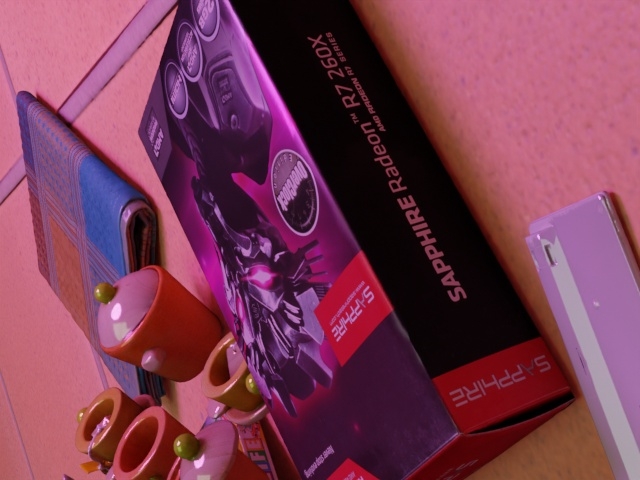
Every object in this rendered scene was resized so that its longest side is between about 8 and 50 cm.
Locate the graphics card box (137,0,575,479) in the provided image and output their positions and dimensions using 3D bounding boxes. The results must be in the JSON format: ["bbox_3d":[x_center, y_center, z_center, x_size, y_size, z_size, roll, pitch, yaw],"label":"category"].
[{"bbox_3d":[0.000,0.000,0.796,0.371,0.094,0.233,64,151,19],"label":"graphics card box"}]

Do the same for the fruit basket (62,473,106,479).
[{"bbox_3d":[-0.132,0.408,1.160,0.353,0.165,0.327,50,170,21],"label":"fruit basket"}]

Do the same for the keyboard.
[{"bbox_3d":[0.177,0.102,0.617,0.072,0.014,0.256,-28,80,57],"label":"keyboard"}]

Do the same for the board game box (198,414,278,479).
[{"bbox_3d":[-0.077,0.228,1.075,0.103,0.026,0.154,-61,37,37],"label":"board game box"}]

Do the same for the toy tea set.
[{"bbox_3d":[-0.140,0.128,0.997,0.124,0.200,0.336,36,167,-28],"label":"toy tea set"}]

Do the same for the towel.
[{"bbox_3d":[-0.277,0.001,1.366,0.370,0.040,0.271,40,137,49],"label":"towel"}]
